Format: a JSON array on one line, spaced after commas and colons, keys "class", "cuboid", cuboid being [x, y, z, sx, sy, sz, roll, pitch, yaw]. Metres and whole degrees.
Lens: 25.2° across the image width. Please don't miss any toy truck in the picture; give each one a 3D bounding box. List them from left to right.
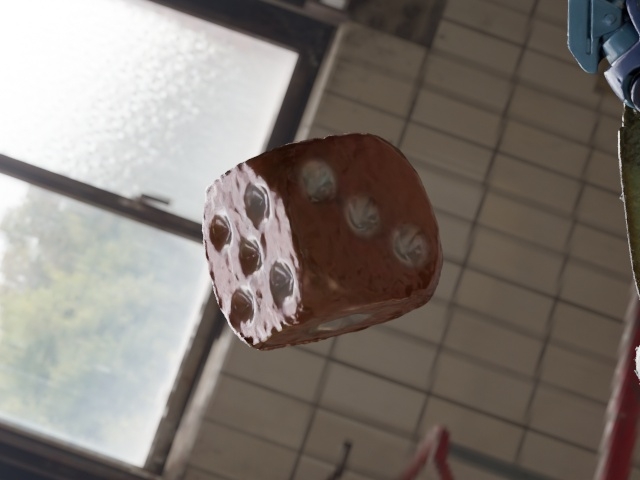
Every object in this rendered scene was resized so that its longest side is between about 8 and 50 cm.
[{"class": "toy truck", "cuboid": [0.132, -0.102, 0.588, 0.073, 0.090, 0.056, -45, -1, 36]}]

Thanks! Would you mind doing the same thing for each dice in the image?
[{"class": "dice", "cuboid": [0.000, 0.000, 1.395, 0.175, 0.174, 0.179, -36, 68, 54]}]

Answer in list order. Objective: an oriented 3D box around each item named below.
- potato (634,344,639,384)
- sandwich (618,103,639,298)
[{"class": "potato", "cuboid": [0.381, 0.154, 1.409, 0.105, 0.188, 0.085, -16, 39, 54]}, {"class": "sandwich", "cuboid": [0.257, -0.070, 0.990, 0.088, 0.090, 0.244, 58, -147, -47]}]
